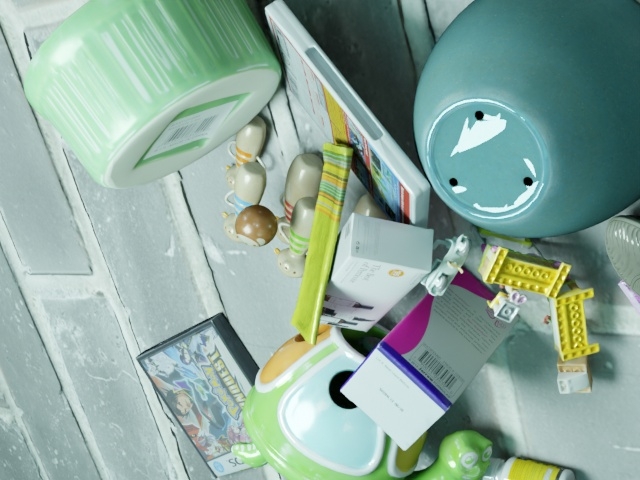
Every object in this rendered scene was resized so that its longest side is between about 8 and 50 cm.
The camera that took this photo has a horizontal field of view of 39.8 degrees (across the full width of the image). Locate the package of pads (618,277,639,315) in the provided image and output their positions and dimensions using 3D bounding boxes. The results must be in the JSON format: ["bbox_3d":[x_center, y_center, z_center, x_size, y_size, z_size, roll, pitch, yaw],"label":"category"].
[{"bbox_3d":[0.390,0.068,1.025,0.050,0.032,0.083,-32,94,40],"label":"package of pads"}]

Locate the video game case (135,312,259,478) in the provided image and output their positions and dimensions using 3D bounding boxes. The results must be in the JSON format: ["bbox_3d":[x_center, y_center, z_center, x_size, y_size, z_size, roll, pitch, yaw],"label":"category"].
[{"bbox_3d":[-0.181,0.282,1.562,0.248,0.035,0.274,-28,97,43],"label":"video game case"}]

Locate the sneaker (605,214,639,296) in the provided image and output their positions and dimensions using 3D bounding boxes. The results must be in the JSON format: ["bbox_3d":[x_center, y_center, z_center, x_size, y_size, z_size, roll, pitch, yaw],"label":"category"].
[{"bbox_3d":[0.420,0.031,0.953,0.222,0.118,0.083,42,140,45],"label":"sneaker"}]

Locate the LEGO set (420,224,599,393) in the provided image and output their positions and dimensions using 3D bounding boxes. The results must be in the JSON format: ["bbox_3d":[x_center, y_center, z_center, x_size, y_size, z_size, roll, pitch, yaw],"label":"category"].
[{"bbox_3d":[0.252,0.063,1.077,0.287,0.107,0.132,36,107,-23],"label":"LEGO set"}]

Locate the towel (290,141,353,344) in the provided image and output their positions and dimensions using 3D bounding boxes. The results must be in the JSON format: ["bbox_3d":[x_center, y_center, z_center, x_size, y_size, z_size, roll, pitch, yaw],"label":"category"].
[{"bbox_3d":[0.000,0.000,1.069,0.021,0.102,0.237,10,96,-11],"label":"towel"}]

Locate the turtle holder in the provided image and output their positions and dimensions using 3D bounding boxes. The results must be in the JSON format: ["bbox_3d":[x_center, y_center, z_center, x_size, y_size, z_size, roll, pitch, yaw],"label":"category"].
[{"bbox_3d":[0.054,0.253,1.235,0.320,0.243,0.227,42,116,30],"label":"turtle holder"}]

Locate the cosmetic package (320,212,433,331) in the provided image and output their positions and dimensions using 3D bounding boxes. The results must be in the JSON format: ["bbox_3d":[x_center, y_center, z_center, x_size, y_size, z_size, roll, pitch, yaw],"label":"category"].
[{"bbox_3d":[0.050,0.047,1.087,0.099,0.060,0.239,9,156,-11],"label":"cosmetic package"}]

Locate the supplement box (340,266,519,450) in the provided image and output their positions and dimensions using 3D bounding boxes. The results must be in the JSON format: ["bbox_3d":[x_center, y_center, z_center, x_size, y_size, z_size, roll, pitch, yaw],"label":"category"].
[{"bbox_3d":[0.142,0.142,1.120,0.111,0.220,0.114,43,133,10],"label":"supplement box"}]

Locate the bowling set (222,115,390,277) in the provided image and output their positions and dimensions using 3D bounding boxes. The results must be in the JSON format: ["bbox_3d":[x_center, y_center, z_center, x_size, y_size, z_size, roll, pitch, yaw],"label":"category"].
[{"bbox_3d":[-0.067,-0.025,1.202,0.287,0.200,0.154,35,133,20],"label":"bowling set"}]

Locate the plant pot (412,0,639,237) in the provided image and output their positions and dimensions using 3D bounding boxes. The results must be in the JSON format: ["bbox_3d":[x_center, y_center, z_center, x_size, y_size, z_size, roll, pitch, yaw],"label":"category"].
[{"bbox_3d":[0.213,-0.117,0.938,0.290,0.195,0.290,18,125,28],"label":"plant pot"}]

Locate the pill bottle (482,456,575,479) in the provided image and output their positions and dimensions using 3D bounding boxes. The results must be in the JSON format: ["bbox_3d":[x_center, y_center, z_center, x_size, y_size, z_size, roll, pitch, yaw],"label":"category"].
[{"bbox_3d":[0.288,0.338,1.230,0.116,0.065,0.065,7,118,33],"label":"pill bottle"}]

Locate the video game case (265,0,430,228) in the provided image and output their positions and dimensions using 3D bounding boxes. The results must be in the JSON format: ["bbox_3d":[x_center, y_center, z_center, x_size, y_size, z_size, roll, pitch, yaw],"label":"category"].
[{"bbox_3d":[0.035,-0.131,1.052,0.285,0.025,0.204,54,175,17],"label":"video game case"}]

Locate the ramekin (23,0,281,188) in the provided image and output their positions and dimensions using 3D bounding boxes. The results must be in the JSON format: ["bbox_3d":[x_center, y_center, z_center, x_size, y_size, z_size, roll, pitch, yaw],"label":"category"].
[{"bbox_3d":[-0.196,-0.195,1.107,0.303,0.303,0.148,-39,82,43],"label":"ramekin"}]
